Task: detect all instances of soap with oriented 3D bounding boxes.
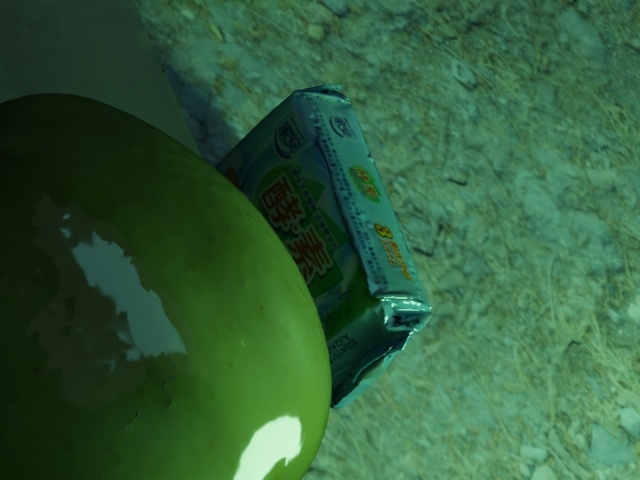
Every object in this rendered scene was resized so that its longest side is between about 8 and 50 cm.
[{"bbox_3d":[-0.266,-0.118,1.323,0.296,0.107,0.285,-7,65,-41],"label":"soap"},{"bbox_3d":[0.000,0.000,1.421,0.077,0.156,0.293,0,60,-41],"label":"soap"}]

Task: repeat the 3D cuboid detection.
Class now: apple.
[{"bbox_3d":[-0.181,0.089,1.074,0.357,0.357,0.357,21,49,-27],"label":"apple"}]
